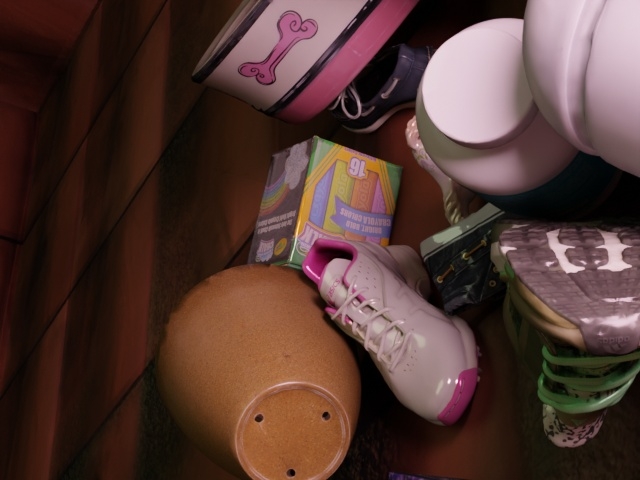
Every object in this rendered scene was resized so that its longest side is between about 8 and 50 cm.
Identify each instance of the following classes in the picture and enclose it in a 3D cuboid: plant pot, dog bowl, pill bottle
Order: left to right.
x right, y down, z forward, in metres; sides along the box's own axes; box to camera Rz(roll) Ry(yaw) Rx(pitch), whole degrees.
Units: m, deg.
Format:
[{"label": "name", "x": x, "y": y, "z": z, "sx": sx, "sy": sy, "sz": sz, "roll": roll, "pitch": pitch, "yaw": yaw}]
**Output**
[{"label": "plant pot", "x": -0.053, "y": 0.170, "z": 1.443, "sx": 0.254, "sy": 0.237, "sz": 0.237, "roll": -128, "pitch": 59, "yaw": -73}, {"label": "dog bowl", "x": 0.019, "y": -0.318, "z": 1.663, "sx": 0.408, "sy": 0.150, "sz": 0.408, "roll": -50, "pitch": 12, "yaw": 14}, {"label": "pill bottle", "x": 0.170, "y": -0.101, "z": 1.138, "sx": 0.146, "sy": 0.264, "sz": 0.146, "roll": -3, "pitch": 82, "yaw": 22}]

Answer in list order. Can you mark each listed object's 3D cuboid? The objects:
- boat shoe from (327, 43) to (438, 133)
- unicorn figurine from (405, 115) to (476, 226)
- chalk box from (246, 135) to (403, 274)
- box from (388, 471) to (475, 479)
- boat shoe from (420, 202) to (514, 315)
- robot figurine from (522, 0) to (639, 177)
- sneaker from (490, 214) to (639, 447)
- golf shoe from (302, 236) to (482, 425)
[{"label": "boat shoe", "x": 0.070, "y": -0.195, "z": 1.687, "sx": 0.254, "sy": 0.079, "sz": 0.095, "roll": -5, "pitch": 69, "yaw": 65}, {"label": "unicorn figurine", "x": 0.146, "y": -0.073, "z": 1.411, "sx": 0.111, "sy": 0.162, "sz": 0.060, "roll": -53, "pitch": 6, "yaw": -31}, {"label": "chalk box", "x": 0.000, "y": 0.000, "z": 1.638, "sx": 0.132, "sy": 0.132, "sz": 0.213, "roll": -14, "pitch": 62, "yaw": 62}, {"label": "box", "x": 0.120, "y": 0.276, "z": 1.109, "sx": 0.207, "sy": 0.108, "sz": 0.153, "roll": 139, "pitch": 138, "yaw": -77}, {"label": "boat shoe", "x": 0.183, "y": 0.007, "z": 1.320, "sx": 0.183, "sy": 0.065, "sz": 0.083, "roll": -32, "pitch": 70, "yaw": 40}, {"label": "robot figurine", "x": 0.282, "y": -0.122, "z": 0.890, "sx": 0.353, "sy": 0.300, "sz": 0.200, "roll": 29, "pitch": 63, "yaw": 37}, {"label": "sneaker", "x": 0.212, "y": 0.075, "z": 1.023, "sx": 0.410, "sy": 0.158, "sz": 0.182, "roll": -25, "pitch": -67, "yaw": -82}, {"label": "golf shoe", "x": 0.067, "y": 0.090, "z": 1.411, "sx": 0.115, "sy": 0.140, "sz": 0.306, "roll": -63, "pitch": 26, "yaw": 16}]
